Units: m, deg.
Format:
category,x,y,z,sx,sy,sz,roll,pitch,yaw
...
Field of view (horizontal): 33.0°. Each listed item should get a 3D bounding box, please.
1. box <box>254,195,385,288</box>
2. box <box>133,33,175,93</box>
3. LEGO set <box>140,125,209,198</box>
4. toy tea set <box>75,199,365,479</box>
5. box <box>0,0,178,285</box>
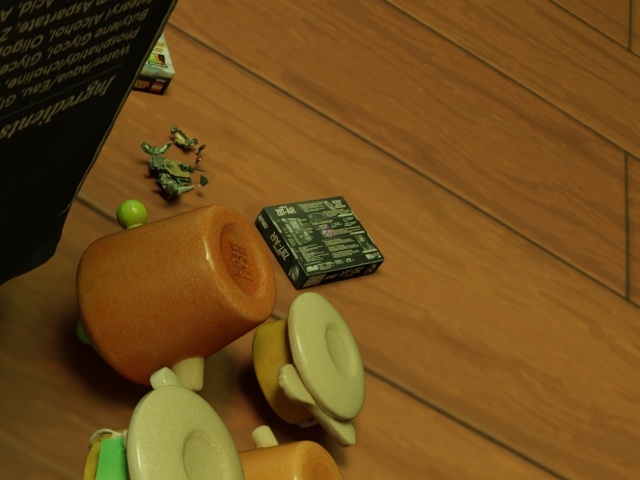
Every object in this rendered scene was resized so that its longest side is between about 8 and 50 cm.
category,x,y,z,sx,sy,sz,roll,pitch,yaw
box,0.000,0.000,0.822,0.083,0.018,0.067,-11,58,-43
box,-0.188,-0.165,0.840,0.137,0.027,0.094,7,49,-32
LEGO set,-0.108,-0.053,0.798,0.054,0.023,0.083,41,26,2
toy tea set,-0.075,0.128,0.595,0.200,0.124,0.336,52,26,-30
box,-0.278,-0.243,0.400,0.480,0.471,0.297,43,41,8
